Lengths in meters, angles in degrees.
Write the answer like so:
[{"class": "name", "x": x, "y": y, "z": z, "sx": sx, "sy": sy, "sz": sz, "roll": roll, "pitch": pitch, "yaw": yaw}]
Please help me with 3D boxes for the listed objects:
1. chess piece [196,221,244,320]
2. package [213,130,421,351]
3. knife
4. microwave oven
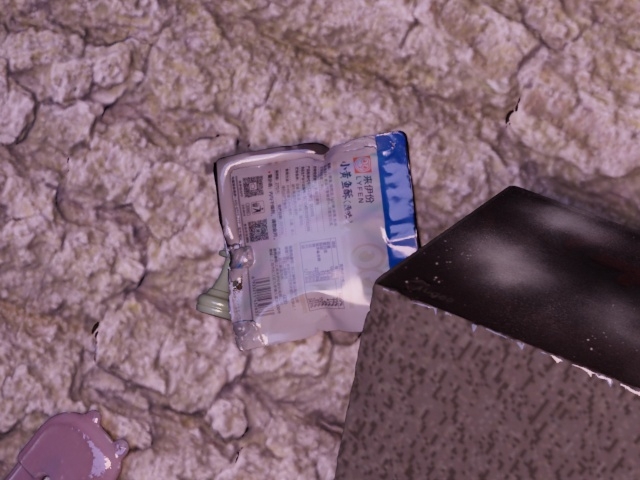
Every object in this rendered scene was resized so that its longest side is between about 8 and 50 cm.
[{"class": "chess piece", "x": -0.078, "y": 0.022, "z": 1.579, "sx": 0.042, "sy": 0.042, "sz": 0.093, "roll": 14, "pitch": 86, "yaw": 22}, {"class": "package", "x": 0.000, "y": 0.000, "z": 1.545, "sx": 0.173, "sy": 0.027, "sz": 0.171, "roll": -7, "pitch": 80, "yaw": 7}, {"class": "knife", "x": -0.321, "y": 0.306, "z": 1.655, "sx": 0.132, "sy": 0.038, "sz": 0.399, "roll": 43, "pitch": 101, "yaw": 16}, {"class": "microwave oven", "x": 0.247, "y": 0.204, "z": 1.278, "sx": 0.432, "sy": 0.236, "sz": 0.374, "roll": 21, "pitch": 118, "yaw": 23}]
